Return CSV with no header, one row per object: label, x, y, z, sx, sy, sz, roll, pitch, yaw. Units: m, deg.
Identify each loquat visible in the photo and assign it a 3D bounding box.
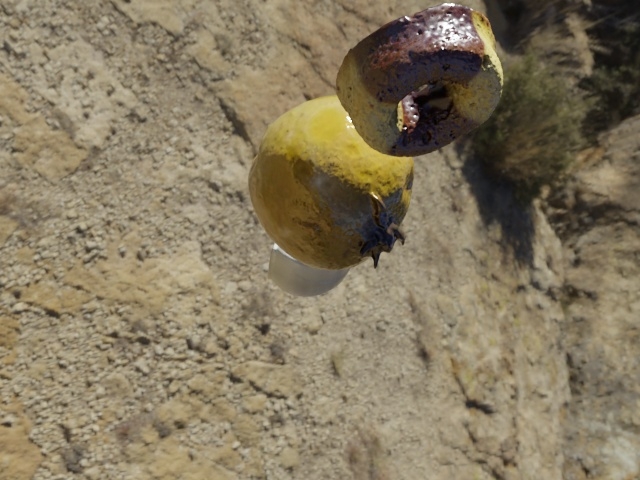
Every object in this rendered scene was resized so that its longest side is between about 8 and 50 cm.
loquat,0.021,-0.072,1.018,0.244,0.243,0.244,25,55,-43

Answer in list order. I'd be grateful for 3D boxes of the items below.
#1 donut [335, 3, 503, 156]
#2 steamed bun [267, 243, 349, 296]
donut,0.086,-0.125,0.611,0.140,0.140,0.059,26,40,-43
steamed bun,0.000,0.000,1.563,0.164,0.146,0.242,19,53,3
